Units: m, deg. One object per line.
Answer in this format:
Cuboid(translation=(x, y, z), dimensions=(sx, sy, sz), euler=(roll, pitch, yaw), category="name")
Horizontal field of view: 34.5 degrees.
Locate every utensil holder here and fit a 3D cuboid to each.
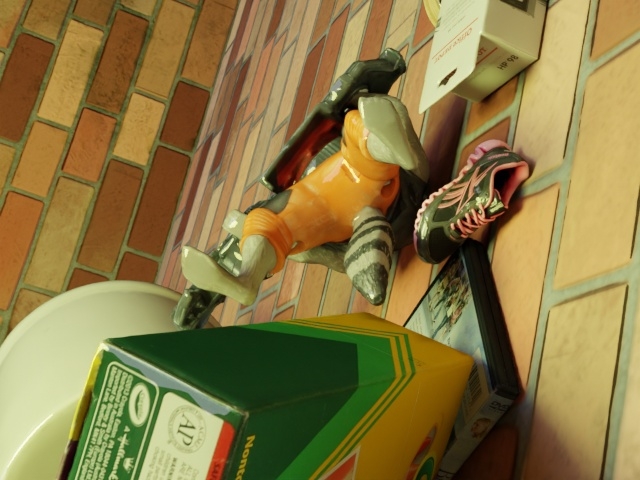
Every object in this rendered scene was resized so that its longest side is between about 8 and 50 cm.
Cuboid(translation=(-0.205, 0.235, 1.132), dimensions=(0.327, 0.328, 0.385), euler=(-70, 18, 2), category="utensil holder")

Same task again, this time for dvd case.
Cuboid(translation=(0.077, 0.142, 0.853), dimensions=(0.180, 0.022, 0.253), euler=(-91, 26, -53), category="dvd case")

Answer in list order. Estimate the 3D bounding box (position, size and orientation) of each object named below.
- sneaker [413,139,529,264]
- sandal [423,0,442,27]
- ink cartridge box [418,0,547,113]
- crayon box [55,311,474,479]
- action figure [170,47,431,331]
Cuboid(translation=(0.123, -0.028, 0.830), dimensions=(0.119, 0.047, 0.057), euler=(-52, 33, -1), category="sneaker")
Cuboid(translation=(0.124, -0.306, 1.102), dimensions=(0.079, 0.088, 0.240), euler=(-38, 40, 52), category="sandal")
Cuboid(translation=(0.151, -0.197, 0.933), dimensions=(0.104, 0.060, 0.180), euler=(-35, 39, 63), category="ink cartridge box")
Cuboid(translation=(-0.051, 0.236, 0.647), dimensions=(0.313, 0.106, 0.362), euler=(3, -73, -61), category="crayon box")
Cuboid(translation=(0.000, 0.000, 0.923), dimensions=(0.341, 0.178, 0.330), euler=(-53, -9, 13), category="action figure")
